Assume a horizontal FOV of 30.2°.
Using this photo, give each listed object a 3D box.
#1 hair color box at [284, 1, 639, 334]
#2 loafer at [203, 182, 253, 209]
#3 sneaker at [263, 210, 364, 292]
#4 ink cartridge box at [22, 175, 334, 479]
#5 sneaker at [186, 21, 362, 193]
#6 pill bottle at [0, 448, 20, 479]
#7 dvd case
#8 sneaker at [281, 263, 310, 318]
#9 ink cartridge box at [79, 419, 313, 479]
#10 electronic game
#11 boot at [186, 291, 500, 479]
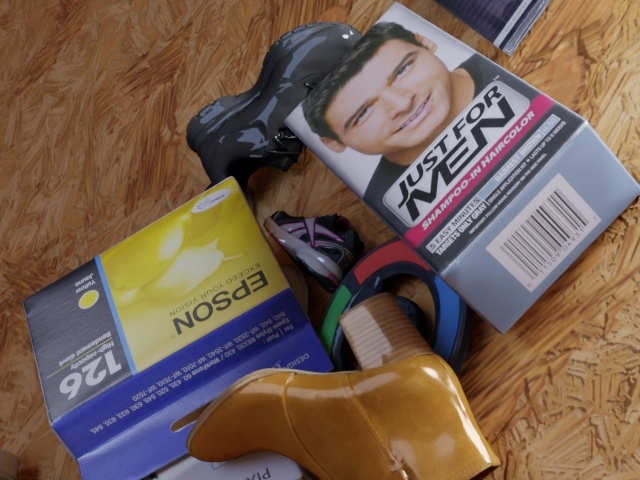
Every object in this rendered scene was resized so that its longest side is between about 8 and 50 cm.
[{"bbox_3d":[0.124,-0.088,1.188,0.185,0.113,0.374,-46,35,3],"label":"hair color box"},{"bbox_3d":[-0.161,-0.002,1.537,0.094,0.087,0.251,-32,29,38],"label":"loafer"},{"bbox_3d":[0.000,0.000,1.386,0.077,0.072,0.178,-43,34,-5],"label":"sneaker"},{"bbox_3d":[-0.175,0.101,1.339,0.304,0.072,0.307,-30,40,-1],"label":"ink cartridge box"},{"bbox_3d":[-0.045,-0.162,1.520,0.286,0.109,0.130,-40,56,28],"label":"sneaker"},{"bbox_3d":[-0.521,0.438,1.714,0.152,0.152,0.272,-22,52,46],"label":"pill bottle"},{"bbox_3d":[0.207,-0.316,1.338,0.164,0.018,0.221,-54,34,13],"label":"dvd case"},{"bbox_3d":[-0.058,0.093,1.371,0.057,0.075,0.161,-42,39,50],"label":"sneaker"},{"bbox_3d":[-0.132,0.310,1.219,0.275,0.060,0.239,-27,46,1],"label":"ink cartridge box"},{"bbox_3d":[0.070,0.100,1.224,0.229,0.048,0.229,-32,45,39],"label":"electronic game"},{"bbox_3d":[0.012,0.208,1.128,0.295,0.104,0.211,-38,65,24],"label":"boot"}]
